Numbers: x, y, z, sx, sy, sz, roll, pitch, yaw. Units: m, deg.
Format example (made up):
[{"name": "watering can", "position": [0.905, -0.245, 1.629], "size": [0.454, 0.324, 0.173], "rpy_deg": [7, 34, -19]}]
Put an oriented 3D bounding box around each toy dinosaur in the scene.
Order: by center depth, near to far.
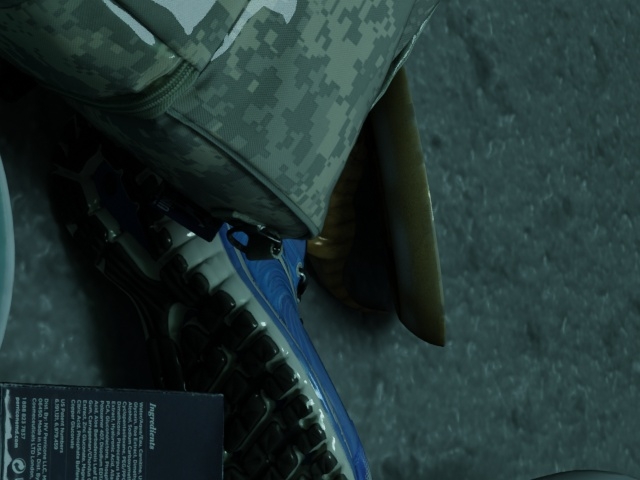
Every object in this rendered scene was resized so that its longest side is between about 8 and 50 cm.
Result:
[{"name": "toy dinosaur", "position": [0.000, 0.000, 1.130], "size": [0.064, 0.112, 0.211], "rpy_deg": [-83, 176, -46]}]

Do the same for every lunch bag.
[{"name": "lunch bag", "position": [-0.038, -0.172, 0.859], "size": [0.256, 0.212, 0.305], "rpy_deg": [37, 78, -29]}]

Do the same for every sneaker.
[{"name": "sneaker", "position": [-0.046, 0.039, 1.010], "size": [0.147, 0.130, 0.330], "rpy_deg": [-14, 71, -48]}]

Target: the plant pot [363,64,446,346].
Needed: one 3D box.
[{"name": "plant pot", "position": [0.059, -0.033, 1.131], "size": [0.032, 0.236, 0.236], "rpy_deg": [-10, 89, 0]}]

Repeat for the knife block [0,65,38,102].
[{"name": "knife block", "position": [-0.151, -0.205, 1.046], "size": [0.088, 0.242, 0.275], "rpy_deg": [55, 7, -21]}]

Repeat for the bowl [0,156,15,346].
[{"name": "bowl", "position": [-0.326, -0.006, 0.761], "size": [0.311, 0.163, 0.311], "rpy_deg": [29, 54, -48]}]

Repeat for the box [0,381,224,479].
[{"name": "box", "position": [-0.166, 0.138, 0.906], "size": [0.158, 0.156, 0.093], "rpy_deg": [7, 78, -41]}]

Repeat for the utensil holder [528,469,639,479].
[{"name": "utensil holder", "position": [0.090, 0.335, 0.990], "size": [0.385, 0.328, 0.327], "rpy_deg": [-9, 88, -44]}]
